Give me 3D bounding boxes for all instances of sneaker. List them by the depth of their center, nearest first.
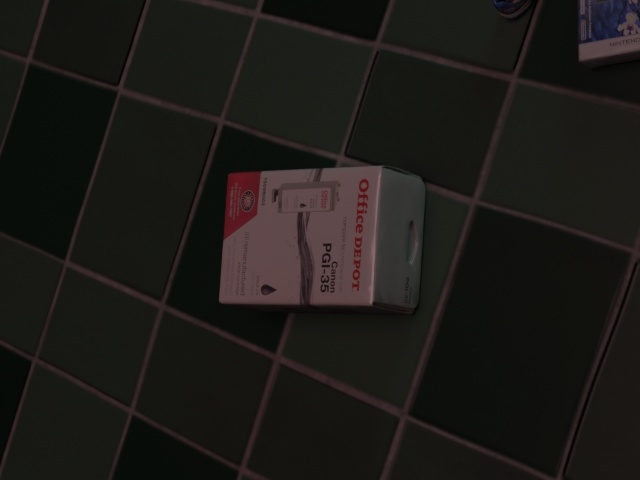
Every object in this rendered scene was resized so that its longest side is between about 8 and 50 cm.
[{"bbox_3d":[0.291,-0.366,1.941,0.135,0.058,0.052,-51,58,17],"label":"sneaker"}]

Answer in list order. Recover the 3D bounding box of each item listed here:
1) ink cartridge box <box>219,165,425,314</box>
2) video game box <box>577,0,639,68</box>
[{"bbox_3d":[0.000,0.000,2.051,0.283,0.117,0.207,-1,81,36],"label":"ink cartridge box"},{"bbox_3d":[0.431,-0.342,1.844,0.187,0.048,0.205,-6,79,33],"label":"video game box"}]
